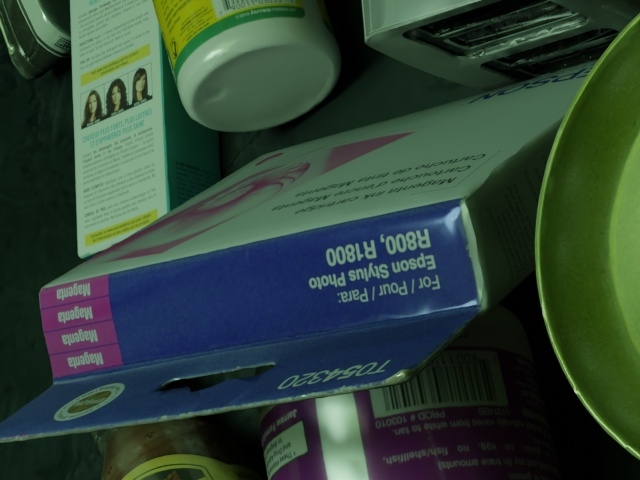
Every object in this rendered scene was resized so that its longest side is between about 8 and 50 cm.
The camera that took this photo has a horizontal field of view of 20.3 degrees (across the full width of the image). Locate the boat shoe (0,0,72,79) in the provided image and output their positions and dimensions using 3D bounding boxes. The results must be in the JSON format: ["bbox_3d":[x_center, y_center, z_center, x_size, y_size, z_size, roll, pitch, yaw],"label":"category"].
[{"bbox_3d":[-0.255,-0.234,1.479,0.070,0.078,0.219,-36,59,29],"label":"boat shoe"}]

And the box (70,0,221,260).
[{"bbox_3d":[-0.133,-0.108,1.345,0.100,0.060,0.244,-18,68,38],"label":"box"}]

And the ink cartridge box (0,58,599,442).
[{"bbox_3d":[0.000,0.000,1.034,0.324,0.330,0.071,-12,104,39],"label":"ink cartridge box"}]

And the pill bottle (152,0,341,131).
[{"bbox_3d":[-0.065,-0.191,1.267,0.117,0.117,0.208,-35,58,31],"label":"pill bottle"}]

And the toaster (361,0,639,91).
[{"bbox_3d":[0.119,-0.167,1.059,0.185,0.168,0.110,-13,72,39],"label":"toaster"}]

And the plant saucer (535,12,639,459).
[{"bbox_3d":[0.201,-0.009,0.762,0.241,0.037,0.241,-12,72,39],"label":"plant saucer"}]

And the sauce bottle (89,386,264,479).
[{"bbox_3d":[-0.079,0.198,1.185,0.111,0.111,0.344,-54,50,18],"label":"sauce bottle"}]

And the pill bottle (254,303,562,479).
[{"bbox_3d":[0.066,0.196,1.014,0.169,0.169,0.301,-27,62,35],"label":"pill bottle"}]
